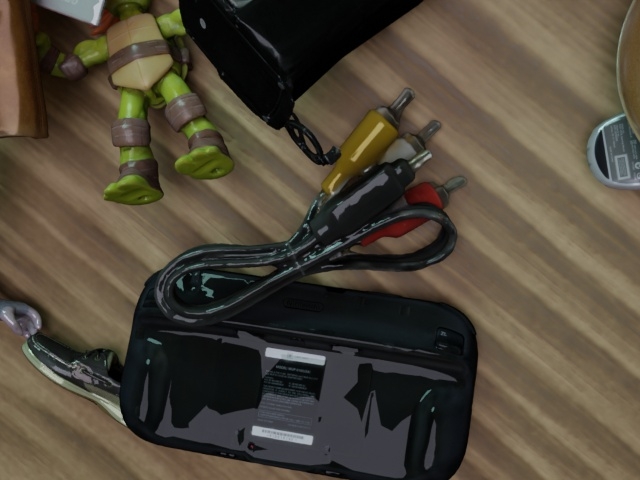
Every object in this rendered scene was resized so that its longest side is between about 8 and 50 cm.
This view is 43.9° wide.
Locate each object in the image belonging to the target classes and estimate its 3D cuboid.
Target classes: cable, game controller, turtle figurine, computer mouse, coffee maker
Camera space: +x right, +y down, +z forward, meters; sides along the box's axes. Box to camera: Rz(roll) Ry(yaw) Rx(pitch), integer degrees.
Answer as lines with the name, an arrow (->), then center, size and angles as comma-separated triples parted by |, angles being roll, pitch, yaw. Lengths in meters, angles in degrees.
cable -> 0.000, 0.000, 0.694 | 0.287, 0.072, 0.139 | -33, 107, 6
game controller -> -0.023, 0.120, 0.714 | 0.319, 0.067, 0.166 | 8, 87, 8
turtle figurine -> -0.165, -0.143, 0.693 | 0.269, 0.087, 0.217 | -15, 75, -1
computer mouse -> 0.317, -0.084, 0.644 | 0.193, 0.042, 0.106 | -8, 82, 23
coffee maker -> 0.006, -0.179, 0.629 | 0.178, 0.120, 0.171 | -40, 113, -18

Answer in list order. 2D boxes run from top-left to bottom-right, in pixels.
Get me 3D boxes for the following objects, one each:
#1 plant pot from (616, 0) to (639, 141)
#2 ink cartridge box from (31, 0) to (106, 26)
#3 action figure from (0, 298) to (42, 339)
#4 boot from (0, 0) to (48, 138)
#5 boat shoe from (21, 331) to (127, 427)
plant pot -> 0.347, -0.135, 0.594 | 0.236, 0.032, 0.236 | -3, 83, 20
ink cartridge box -> -0.263, -0.349, 0.681 | 0.296, 0.066, 0.261 | 22, 101, 11
action figure -> -0.444, 0.012, 0.740 | 0.370, 0.248, 0.276 | -39, 64, 13
boot -> -0.346, -0.223, 0.654 | 0.264, 0.096, 0.280 | 5, 104, 6
boat shoe -> -0.212, 0.127, 0.763 | 0.152, 0.056, 0.049 | 33, 97, -7
